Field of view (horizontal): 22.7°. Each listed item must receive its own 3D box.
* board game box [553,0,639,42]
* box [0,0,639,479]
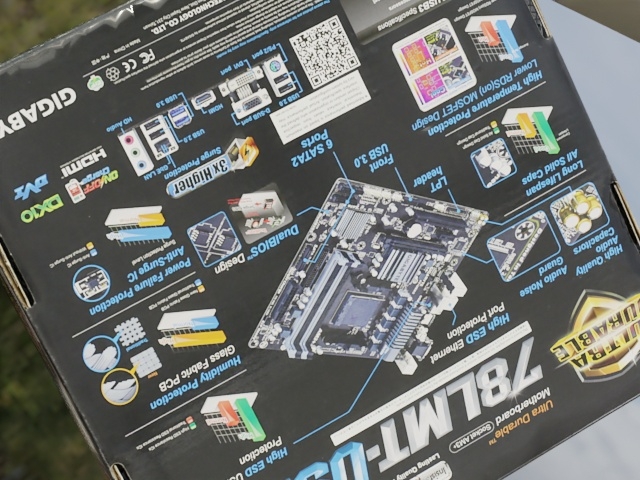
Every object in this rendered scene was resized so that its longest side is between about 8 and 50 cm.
[{"bbox_3d":[0.200,-0.070,0.384,0.242,0.064,0.316,6,-1,30],"label":"board game box"},{"bbox_3d":[0.000,0.000,0.785,0.293,0.296,0.073,63,-12,-11],"label":"box"}]
